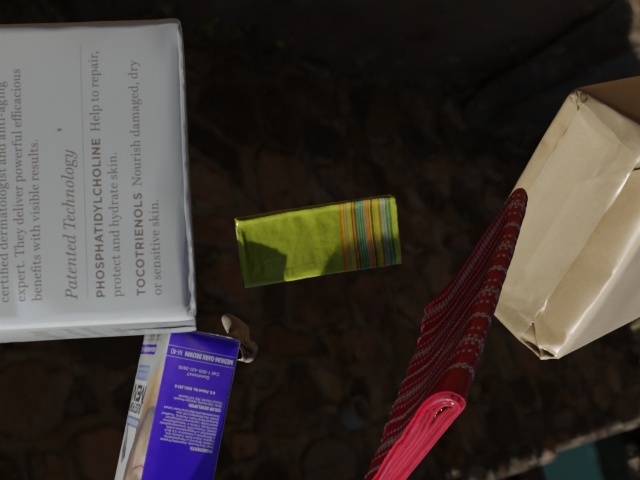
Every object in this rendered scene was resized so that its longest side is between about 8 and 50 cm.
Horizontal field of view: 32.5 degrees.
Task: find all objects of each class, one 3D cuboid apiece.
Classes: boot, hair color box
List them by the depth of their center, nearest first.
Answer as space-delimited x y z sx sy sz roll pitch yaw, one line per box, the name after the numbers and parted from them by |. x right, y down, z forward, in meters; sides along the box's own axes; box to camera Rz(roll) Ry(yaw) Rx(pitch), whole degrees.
-0.213 0.295 1.530 0.110 0.339 0.185 12 171 -19 | hair color box
-0.169 0.191 2.165 0.042 0.118 0.087 -50 164 15 | boot

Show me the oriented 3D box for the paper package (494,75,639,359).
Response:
0.380 -0.044 1.364 0.324 0.168 0.310 -14 139 -47 | paper package

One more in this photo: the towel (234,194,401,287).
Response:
0.000 0.000 1.554 0.237 0.102 0.021 -9 -179 -15 | towel

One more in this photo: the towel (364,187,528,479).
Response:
0.113 0.096 0.999 0.199 0.031 0.275 -61 -179 46 | towel

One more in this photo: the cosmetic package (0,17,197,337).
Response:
-0.346 -0.049 1.273 0.393 0.328 0.329 -3 173 -6 | cosmetic package
